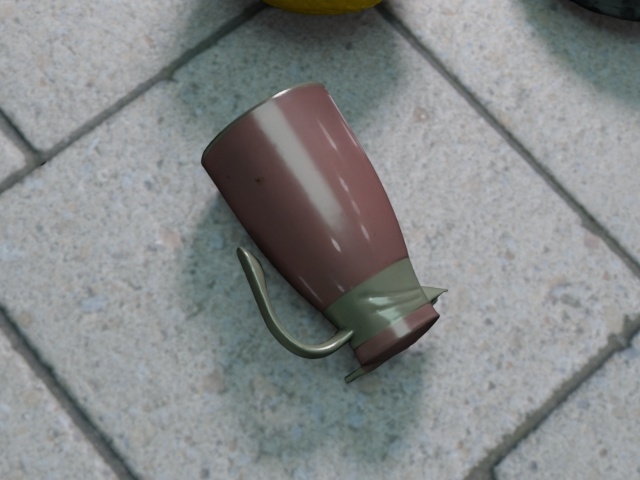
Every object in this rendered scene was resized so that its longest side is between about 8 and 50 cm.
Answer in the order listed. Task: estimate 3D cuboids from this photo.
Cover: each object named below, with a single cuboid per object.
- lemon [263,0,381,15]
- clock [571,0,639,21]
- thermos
[{"bbox_3d":[0.003,-0.346,1.136,0.253,0.228,0.228,10,70,-8],"label":"lemon"},{"bbox_3d":[0.377,-0.387,1.222,0.319,0.066,0.319,-4,64,9],"label":"clock"},{"bbox_3d":[0.000,0.000,1.057,0.176,0.146,0.265,-27,80,-19],"label":"thermos"}]
